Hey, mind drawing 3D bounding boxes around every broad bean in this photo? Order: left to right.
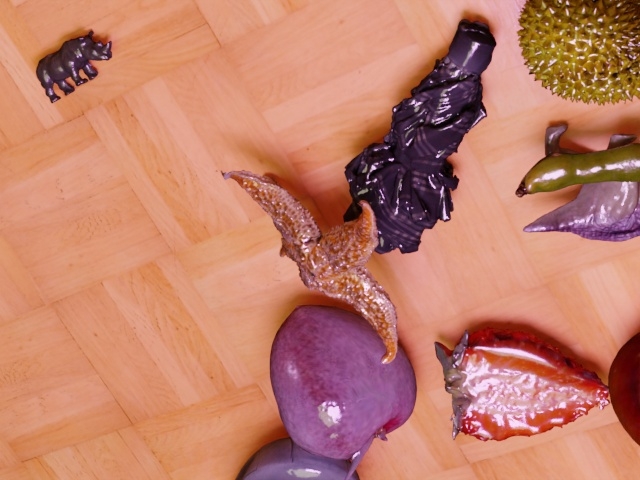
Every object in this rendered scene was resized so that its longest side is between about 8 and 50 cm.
[{"bbox_3d":[0.367,-0.092,1.685,0.256,0.053,0.052,-7,134,17],"label":"broad bean"}]

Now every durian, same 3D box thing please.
[{"bbox_3d":[0.328,-0.236,1.642,0.198,0.146,0.159,35,125,0],"label":"durian"}]

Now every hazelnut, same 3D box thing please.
[{"bbox_3d":[0.515,0.203,1.814,0.251,0.217,0.217,-13,117,-3],"label":"hazelnut"}]

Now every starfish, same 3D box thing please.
[{"bbox_3d":[-0.018,-0.005,1.832,0.293,0.084,0.301,39,159,38],"label":"starfish"}]

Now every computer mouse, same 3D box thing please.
[{"bbox_3d":[-0.044,0.397,2.127,0.188,0.122,0.371,19,143,-7],"label":"computer mouse"}]

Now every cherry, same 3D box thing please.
[{"bbox_3d":[0.031,0.210,1.955,0.183,0.213,0.266,-28,85,43],"label":"cherry"}]

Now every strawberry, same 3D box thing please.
[{"bbox_3d":[0.287,0.189,1.936,0.228,0.098,0.174,-13,99,10],"label":"strawberry"}]

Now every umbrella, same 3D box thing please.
[{"bbox_3d":[0.148,-0.120,1.782,0.154,0.128,0.336,37,120,-3],"label":"umbrella"}]

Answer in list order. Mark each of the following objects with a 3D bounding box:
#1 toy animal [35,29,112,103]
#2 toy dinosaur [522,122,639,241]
[{"bbox_3d":[-0.343,-0.249,1.903,0.136,0.047,0.065,-24,101,33],"label":"toy animal"},{"bbox_3d":[0.410,-0.071,1.753,0.294,0.077,0.162,0,112,15],"label":"toy dinosaur"}]
